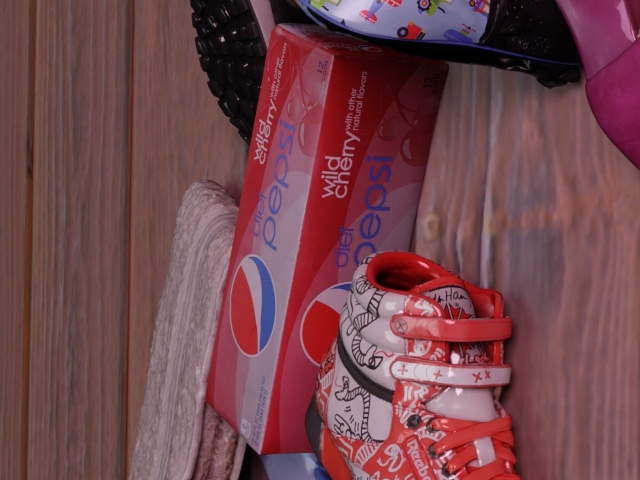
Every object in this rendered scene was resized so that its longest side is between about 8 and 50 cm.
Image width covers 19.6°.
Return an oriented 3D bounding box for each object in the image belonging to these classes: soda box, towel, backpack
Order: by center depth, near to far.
[{"bbox_3d":[0.057,-0.167,0.990,0.158,0.173,0.117,56,135,48],"label":"backpack"},{"bbox_3d":[0.000,0.000,1.175,0.092,0.083,0.263,35,119,57],"label":"soda box"},{"bbox_3d":[-0.092,0.109,1.335,0.187,0.049,0.282,-131,50,-67],"label":"towel"}]

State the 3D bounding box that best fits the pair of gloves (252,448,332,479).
[{"bbox_3d":[-0.018,0.212,1.258,0.159,0.023,0.198,49,132,50],"label":"pair of gloves"}]

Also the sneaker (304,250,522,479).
[{"bbox_3d":[0.073,0.116,1.030,0.270,0.090,0.145,-124,42,-50],"label":"sneaker"}]

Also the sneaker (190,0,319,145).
[{"bbox_3d":[-0.020,-0.185,1.216,0.107,0.124,0.283,32,141,53],"label":"sneaker"}]

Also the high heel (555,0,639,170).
[{"bbox_3d":[0.210,-0.104,0.837,0.244,0.082,0.117,-22,98,46],"label":"high heel"}]
